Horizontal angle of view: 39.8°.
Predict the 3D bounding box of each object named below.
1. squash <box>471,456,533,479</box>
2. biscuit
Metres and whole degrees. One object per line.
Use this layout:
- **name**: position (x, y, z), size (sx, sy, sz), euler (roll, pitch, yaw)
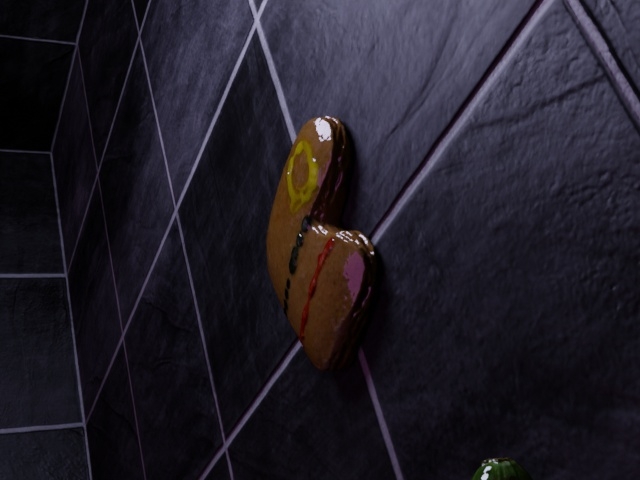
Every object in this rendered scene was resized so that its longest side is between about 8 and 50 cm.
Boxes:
- **squash**: position (0.164, 0.304, 0.783), size (0.077, 0.068, 0.219), euler (2, 91, 47)
- **biscuit**: position (-0.002, 0.000, 1.137), size (0.277, 0.052, 0.262), euler (63, 142, 43)
